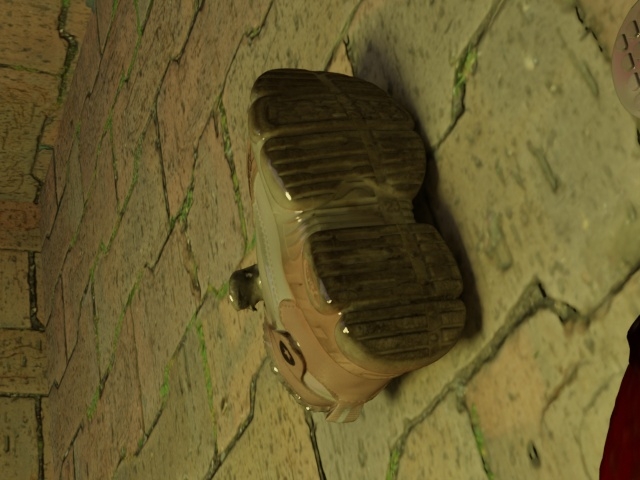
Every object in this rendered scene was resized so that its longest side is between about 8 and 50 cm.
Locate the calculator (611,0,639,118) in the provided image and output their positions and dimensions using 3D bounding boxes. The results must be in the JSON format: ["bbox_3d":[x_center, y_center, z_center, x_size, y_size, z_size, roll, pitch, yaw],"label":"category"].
[{"bbox_3d":[0.241,-0.139,0.563,0.166,0.024,0.103,133,135,-55],"label":"calculator"}]

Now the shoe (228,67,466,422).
[{"bbox_3d":[-0.003,-0.001,0.868,0.198,0.172,0.350,121,146,-47],"label":"shoe"}]

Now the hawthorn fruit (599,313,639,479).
[{"bbox_3d":[0.217,0.135,0.365,0.215,0.215,0.249,34,115,61],"label":"hawthorn fruit"}]
